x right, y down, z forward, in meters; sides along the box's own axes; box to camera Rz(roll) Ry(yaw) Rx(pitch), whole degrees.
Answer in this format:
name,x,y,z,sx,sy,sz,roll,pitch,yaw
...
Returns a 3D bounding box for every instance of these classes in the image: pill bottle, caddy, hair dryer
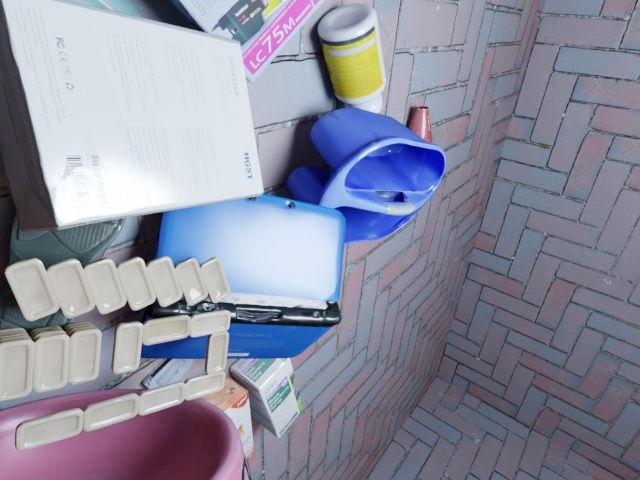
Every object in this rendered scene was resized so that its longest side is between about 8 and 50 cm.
name,x,y,z,sx,sy,sz,roll,pitch,yaw
pill bottle,0.065,-0.320,0.738,0.103,0.103,0.184,-53,147,-21
caddy,0.103,-0.108,0.786,0.341,0.179,0.241,-6,135,-45
hair dryer,0.230,-0.223,1.082,0.224,0.080,0.293,25,89,-59

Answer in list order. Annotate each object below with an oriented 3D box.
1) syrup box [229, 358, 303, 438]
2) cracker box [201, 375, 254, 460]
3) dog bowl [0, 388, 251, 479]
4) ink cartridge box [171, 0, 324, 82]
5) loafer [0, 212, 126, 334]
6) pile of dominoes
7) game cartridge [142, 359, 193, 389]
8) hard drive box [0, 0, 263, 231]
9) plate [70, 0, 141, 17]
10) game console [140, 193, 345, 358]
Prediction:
name,x,y,z,sx,sy,sz,roll,pitch,yaw
syrup box,-0.117,0.340,0.914,0.093,0.096,0.237,-43,143,-33
cracker box,-0.220,0.422,0.838,0.156,0.067,0.232,-34,136,-43
dog bowl,-0.254,0.285,0.404,0.408,0.408,0.150,-2,94,-57
ink cartridge box,-0.092,-0.320,0.414,0.186,0.065,0.311,-47,162,5
loafer,-0.294,0.010,0.454,0.096,0.084,0.267,23,87,-28
pile of dominoes,-0.221,0.110,0.466,0.251,0.040,0.196,0,101,-46
game cartridge,-0.261,0.227,0.693,0.083,0.017,0.056,-46,140,-31
hard drive box,-0.179,-0.118,0.408,0.232,0.089,0.181,-18,103,-51
plate,-0.253,-0.189,0.413,0.188,0.024,0.188,-35,138,-40
game console,-0.124,0.067,0.644,0.293,0.173,0.250,10,141,-29
